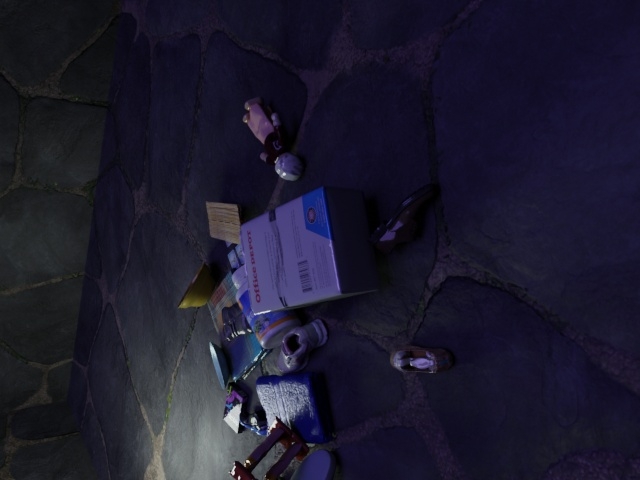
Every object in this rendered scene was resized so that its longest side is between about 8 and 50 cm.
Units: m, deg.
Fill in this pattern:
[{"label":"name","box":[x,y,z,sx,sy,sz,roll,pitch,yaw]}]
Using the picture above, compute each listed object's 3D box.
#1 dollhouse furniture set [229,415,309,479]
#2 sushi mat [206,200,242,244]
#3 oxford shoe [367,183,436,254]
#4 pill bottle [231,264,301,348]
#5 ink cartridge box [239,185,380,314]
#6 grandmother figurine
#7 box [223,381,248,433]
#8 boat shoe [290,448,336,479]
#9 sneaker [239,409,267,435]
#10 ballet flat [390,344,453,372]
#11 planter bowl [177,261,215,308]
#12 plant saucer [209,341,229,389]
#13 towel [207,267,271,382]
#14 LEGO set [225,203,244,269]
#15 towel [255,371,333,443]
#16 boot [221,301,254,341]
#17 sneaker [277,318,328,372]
[{"label":"dollhouse furniture set","box":[-0.194,0.762,1.713,0.152,0.201,0.374,39,137,13]},{"label":"sushi mat","box":[-0.367,-0.071,2.009,0.316,0.019,0.152,11,108,56]},{"label":"oxford shoe","box":[0.228,-0.052,1.353,0.096,0.083,0.227,43,118,5]},{"label":"pill bottle","box":[-0.190,0.210,1.756,0.272,0.152,0.152,55,129,25]},{"label":"ink cartridge box","box":[-0.044,0.041,1.508,0.394,0.166,0.286,-19,76,45]},{"label":"grandmother figurine","box":[-0.158,-0.342,1.782,0.342,0.104,0.208,59,159,27]},{"label":"box","box":[-0.332,0.651,2.041,0.116,0.029,0.162,22,108,47]},{"label":"boat shoe","box":[-0.028,0.831,1.612,0.135,0.156,0.367,12,71,54]},{"label":"sneaker","box":[-0.229,0.653,1.905,0.188,0.067,0.078,0,69,51]},{"label":"ballet flat","box":[0.239,0.304,1.336,0.206,0.067,0.073,-19,77,48]},{"label":"planter bowl","box":[-0.492,0.202,2.148,0.217,0.090,0.217,-54,14,20]},{"label":"plant saucer","box":[-0.394,0.490,2.075,0.195,0.037,0.195,165,90,-70]},{"label":"towel","box":[-0.328,0.328,2.018,0.271,0.040,0.370,-50,56,37]},{"label":"LEGO set","box":[-0.341,-0.024,2.022,0.182,0.060,0.244,-39,65,42]},{"label":"towel","box":[-0.084,0.547,1.723,0.308,0.076,0.228,-21,81,47]},{"label":"boot","box":[-0.300,0.235,1.908,0.161,0.083,0.247,-17,67,31]},{"label":"sneaker","box":[-0.086,0.343,1.684,0.252,0.111,0.103,-56,51,34]}]
